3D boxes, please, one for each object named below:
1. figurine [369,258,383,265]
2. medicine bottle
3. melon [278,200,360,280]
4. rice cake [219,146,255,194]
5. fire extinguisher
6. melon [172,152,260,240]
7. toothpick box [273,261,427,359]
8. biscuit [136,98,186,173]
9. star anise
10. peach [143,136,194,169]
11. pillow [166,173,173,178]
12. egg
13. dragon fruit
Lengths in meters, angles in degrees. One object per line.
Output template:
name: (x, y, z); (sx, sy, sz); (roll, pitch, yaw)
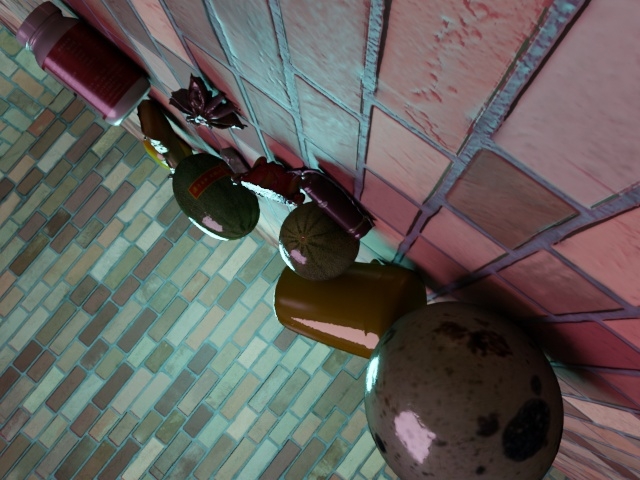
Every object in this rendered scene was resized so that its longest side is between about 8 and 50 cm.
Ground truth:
figurine: (0.120, 0.110, 1.243); (0.108, 0.114, 0.196); (36, -179, 13)
medicine bottle: (-0.486, -0.363, 1.186); (0.250, 0.131, 0.131); (40, 173, -18)
melon: (0.000, 0.000, 0.984); (0.139, 0.139, 0.192); (37, -172, 13)
rice cake: (-0.181, -0.160, 1.337); (0.043, 0.034, 0.211); (45, 177, 19)
fire extinguisher: (0.017, -0.063, 0.879); (0.158, 0.043, 0.064); (41, 143, -25)
melon: (-0.280, -0.122, 1.490); (0.287, 0.182, 0.182); (41, 174, 16)
toothpick box: (0.047, 0.121, 1.077); (0.271, 0.175, 0.175); (9, 158, 32)
biscuit: (-0.416, -0.267, 1.548); (0.299, 0.045, 0.154); (69, -175, -65)
star anise: (-0.180, -0.214, 0.885); (0.124, 0.056, 0.129); (11, 161, 14)
peach: (-0.490, -0.290, 1.837); (0.179, 0.103, 0.179); (33, 175, 3)
pillow: (-0.360, -0.187, 1.774); (0.169, 0.059, 0.255); (32, 160, -32)
egg: (0.210, 0.242, 0.852); (0.287, 0.287, 0.379); (35, 167, 29)
dragon fruit: (-0.081, -0.108, 1.034); (0.126, 0.068, 0.112); (18, 173, 36)
